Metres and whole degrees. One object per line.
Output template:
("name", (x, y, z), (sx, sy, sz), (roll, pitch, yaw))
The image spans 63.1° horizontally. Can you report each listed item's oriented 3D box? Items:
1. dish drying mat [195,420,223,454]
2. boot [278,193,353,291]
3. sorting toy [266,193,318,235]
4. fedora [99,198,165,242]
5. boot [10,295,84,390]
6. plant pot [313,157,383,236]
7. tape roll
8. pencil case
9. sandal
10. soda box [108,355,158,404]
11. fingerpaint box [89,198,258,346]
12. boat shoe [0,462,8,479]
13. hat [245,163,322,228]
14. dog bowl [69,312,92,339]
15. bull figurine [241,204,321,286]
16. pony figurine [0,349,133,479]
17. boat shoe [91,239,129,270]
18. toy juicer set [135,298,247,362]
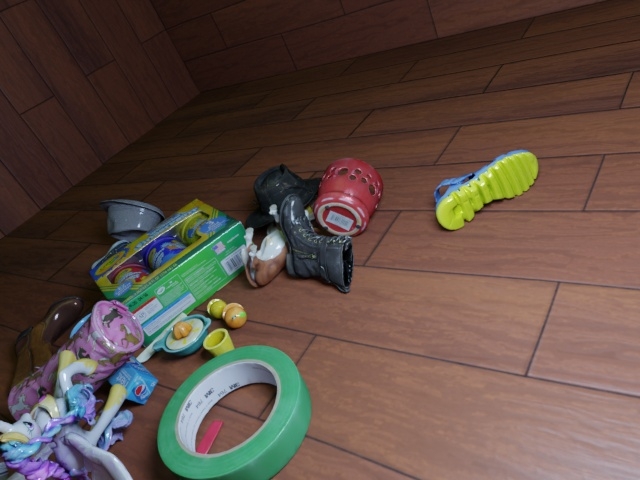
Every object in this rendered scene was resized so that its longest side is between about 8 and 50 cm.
("dish drying mat", (-0.241, 0.430, 1.131), (0.032, 0.008, 0.083), (-5, 37, 30))
("boot", (0.000, 0.000, 1.401), (0.091, 0.263, 0.229), (-14, 11, -42))
("sorting toy", (-0.087, -0.102, 1.789), (0.208, 0.038, 0.193), (-20, 31, 10))
("fedora", (-0.766, -0.066, 2.107), (0.275, 0.244, 0.124), (2, 68, 13))
("boot", (-0.876, 0.325, 1.679), (0.264, 0.096, 0.280), (-32, 32, -11))
("plant pot", (0.079, -0.121, 1.549), (0.191, 0.191, 0.174), (-8, 40, 28))
("tape roll", (-0.180, 0.368, 1.099), (0.321, 0.077, 0.321), (-16, 32, 11))
("pencil case", (-0.620, 0.321, 1.329), (0.386, 0.167, 0.160), (-41, -9, 15))
("sandal", (0.432, -0.155, 1.408), (0.317, 0.126, 0.138), (-26, 27, -2))
("soda box", (-0.513, 0.351, 1.375), (0.210, 0.067, 0.071), (17, 75, 48))
("fingerpaint box", (-0.478, 0.077, 1.688), (0.445, 0.163, 0.371), (-38, 33, -19))
("boat shoe", (-0.869, 0.613, 1.236), (0.302, 0.109, 0.094), (-26, 72, 15))
("hat", (-0.141, -0.178, 1.768), (0.331, 0.134, 0.331), (-26, 18, 9))
("dog bowl", (-0.678, 0.313, 1.570), (0.166, 0.074, 0.297), (-29, 31, -4))
("bull figurine", (-0.117, -0.004, 1.543), (0.101, 0.188, 0.310), (17, 56, 32))
("pony figurine", (-0.517, 0.429, 1.073), (0.303, 0.351, 0.363), (-20, 12, 4))
("boat shoe", (-0.802, 0.073, 2.045), (0.083, 0.065, 0.183), (12, 50, 35))
("toy juicer set", (-0.353, 0.232, 1.433), (0.329, 0.089, 0.209), (-9, 35, 28))
